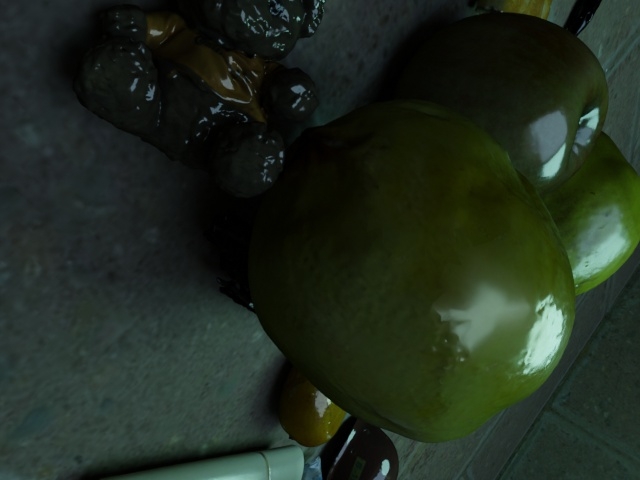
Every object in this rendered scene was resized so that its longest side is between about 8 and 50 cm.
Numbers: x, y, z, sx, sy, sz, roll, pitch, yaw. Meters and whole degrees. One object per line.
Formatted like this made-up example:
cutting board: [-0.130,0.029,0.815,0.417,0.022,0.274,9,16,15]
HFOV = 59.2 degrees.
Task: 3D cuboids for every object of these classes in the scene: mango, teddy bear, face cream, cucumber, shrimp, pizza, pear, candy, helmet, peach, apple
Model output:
mango: [-0.008,0.227,0.830,0.115,0.089,0.165,-22,127,-42]
teddy bear: [-0.082,-0.149,0.456,0.190,0.177,0.140,-64,-171,6]
face cream: [-0.166,0.364,0.741,0.348,0.081,0.174,18,99,-53]
cucumber: [0.477,-0.410,1.014,0.043,0.039,0.163,27,90,-33]
shrimp: [0.000,0.000,0.713,0.365,0.071,0.233,33,78,-53]
pizza: [0.299,-0.364,0.823,0.161,0.062,0.182,34,82,-47]
pear: [0.342,-0.033,0.923,0.375,0.287,0.287,-31,140,0]
candy: [-0.031,0.436,0.991,0.088,0.038,0.136,-25,132,-23]
helmet: [0.095,0.418,1.055,0.175,0.106,0.155,-68,155,-9]
peach: [0.083,0.032,0.550,0.281,0.314,0.315,-27,155,24]
apple: [0.225,-0.156,0.726,0.257,0.234,0.257,-33,138,-37]
